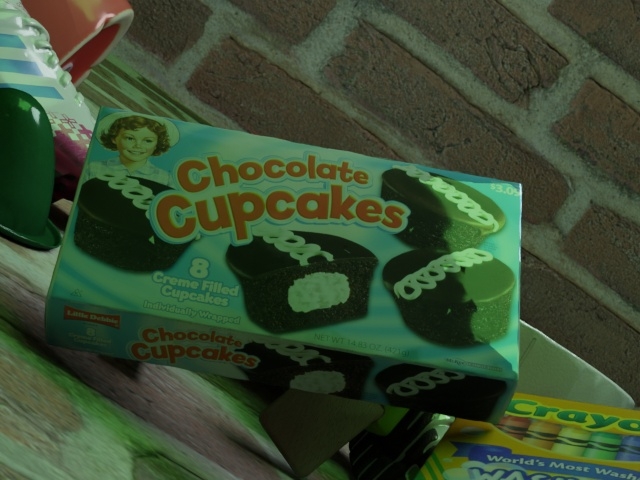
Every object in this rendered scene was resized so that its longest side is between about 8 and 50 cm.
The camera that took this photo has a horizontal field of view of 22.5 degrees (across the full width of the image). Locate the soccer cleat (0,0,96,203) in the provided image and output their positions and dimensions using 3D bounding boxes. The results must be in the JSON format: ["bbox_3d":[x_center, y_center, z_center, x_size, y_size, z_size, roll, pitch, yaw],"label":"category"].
[{"bbox_3d":[-0.269,-0.141,1.479,0.331,0.143,0.116,35,-20,-21],"label":"soccer cleat"}]

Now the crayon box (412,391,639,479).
[{"bbox_3d":[0.173,0.184,1.076,0.203,0.083,0.323,7,16,17],"label":"crayon box"}]

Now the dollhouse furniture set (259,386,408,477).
[{"bbox_3d":[-0.072,0.088,1.359,0.198,0.151,0.301,56,-17,-13],"label":"dollhouse furniture set"}]

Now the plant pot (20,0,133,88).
[{"bbox_3d":[-0.340,-0.250,1.625,0.243,0.275,0.275,47,5,-2],"label":"plant pot"}]

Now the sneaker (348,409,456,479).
[{"bbox_3d":[0.122,0.222,1.342,0.162,0.106,0.281,40,14,-23],"label":"sneaker"}]

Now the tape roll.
[{"bbox_3d":[0.112,0.087,1.521,0.392,0.072,0.392,31,-3,2],"label":"tape roll"}]

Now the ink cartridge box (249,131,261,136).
[{"bbox_3d":[0.000,0.000,2.182,0.226,0.131,0.306,34,7,-30],"label":"ink cartridge box"}]

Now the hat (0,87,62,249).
[{"bbox_3d":[-0.242,-0.115,1.339,0.173,0.183,0.208,38,6,8],"label":"hat"}]

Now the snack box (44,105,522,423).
[{"bbox_3d":[-0.019,0.014,1.149,0.321,0.060,0.187,10,48,-3],"label":"snack box"}]
